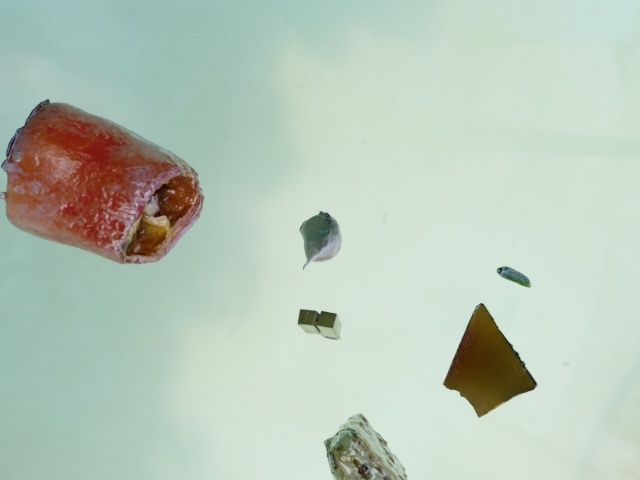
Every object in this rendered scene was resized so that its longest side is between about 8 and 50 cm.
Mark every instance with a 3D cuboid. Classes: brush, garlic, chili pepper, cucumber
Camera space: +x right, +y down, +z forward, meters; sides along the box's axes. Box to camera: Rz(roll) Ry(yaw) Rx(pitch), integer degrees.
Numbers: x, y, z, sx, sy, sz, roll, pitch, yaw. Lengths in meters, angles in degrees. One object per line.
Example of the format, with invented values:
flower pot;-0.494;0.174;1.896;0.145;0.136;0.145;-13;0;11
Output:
brush;0.013;0.252;1.481;0.233;0.103;0.047;65;34;-62
garlic;0.005;0.004;1.017;0.084;0.152;0.066;-28;127;11
chili pepper;-0.403;-0.094;0.982;0.229;0.306;0.251;101;12;-52
cucumber;0.554;0.101;1.520;0.168;0.039;0.039;22;87;-30

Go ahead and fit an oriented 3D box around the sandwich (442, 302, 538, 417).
sandwich;0.319;0.249;1.079;0.162;0.193;0.058;-33;155;11

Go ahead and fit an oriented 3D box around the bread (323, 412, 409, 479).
bread;0.123;0.651;1.491;0.167;0.277;0.324;-41;174;2
